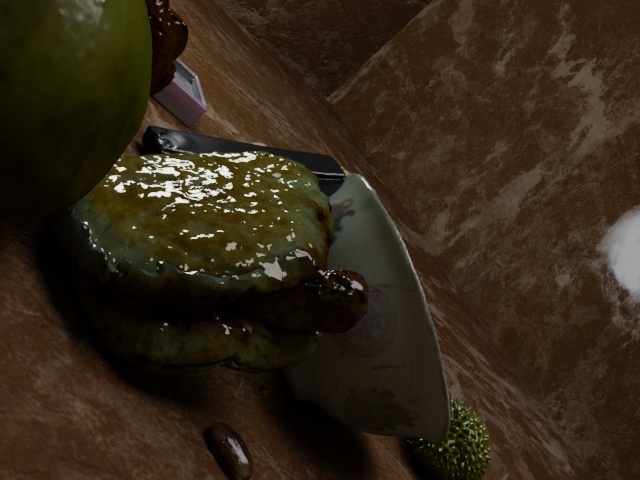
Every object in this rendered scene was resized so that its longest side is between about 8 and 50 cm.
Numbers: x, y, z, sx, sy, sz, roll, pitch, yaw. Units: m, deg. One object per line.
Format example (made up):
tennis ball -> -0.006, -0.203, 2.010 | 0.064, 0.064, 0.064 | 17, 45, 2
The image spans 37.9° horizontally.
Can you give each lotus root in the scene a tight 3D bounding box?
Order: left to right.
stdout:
lotus root -> -0.109, 0.253, 1.131 | 0.083, 0.030, 0.037 | 53, 15, 22

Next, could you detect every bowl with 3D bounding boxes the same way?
bowl -> 0.025, 0.130, 1.432 | 0.435, 0.195, 0.435 | 164, -90, -82

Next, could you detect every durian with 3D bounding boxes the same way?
durian -> 0.242, 0.367, 1.718 | 0.159, 0.146, 0.198 | 45, 16, -23

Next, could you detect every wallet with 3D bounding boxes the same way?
wallet -> -0.118, -0.110, 1.742 | 0.405, 0.062, 0.228 | 7, 40, -33

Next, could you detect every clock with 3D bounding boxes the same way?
clock -> -0.337, -0.359, 2.103 | 0.150, 0.063, 0.197 | 41, 15, -33

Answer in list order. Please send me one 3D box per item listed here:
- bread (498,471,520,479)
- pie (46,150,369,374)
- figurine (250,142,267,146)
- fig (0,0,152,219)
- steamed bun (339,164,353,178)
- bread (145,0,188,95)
bread -> 0.392, 0.539, 1.895 | 0.192, 0.067, 0.119 | 41, 23, -28
pie -> -0.161, -0.003, 1.227 | 0.395, 0.181, 0.418 | 3, 31, -20
figurine -> -0.143, -0.168, 2.119 | 0.196, 0.108, 0.114 | -97, 166, -80
fig -> -0.337, -0.210, 1.030 | 0.343, 0.343, 0.343 | 46, 13, -14
steamed bun -> 0.046, -0.065, 2.153 | 0.273, 0.166, 0.232 | 60, -10, -9
bread -> -0.366, -0.393, 1.755 | 0.246, 0.232, 0.135 | 31, 10, -33
